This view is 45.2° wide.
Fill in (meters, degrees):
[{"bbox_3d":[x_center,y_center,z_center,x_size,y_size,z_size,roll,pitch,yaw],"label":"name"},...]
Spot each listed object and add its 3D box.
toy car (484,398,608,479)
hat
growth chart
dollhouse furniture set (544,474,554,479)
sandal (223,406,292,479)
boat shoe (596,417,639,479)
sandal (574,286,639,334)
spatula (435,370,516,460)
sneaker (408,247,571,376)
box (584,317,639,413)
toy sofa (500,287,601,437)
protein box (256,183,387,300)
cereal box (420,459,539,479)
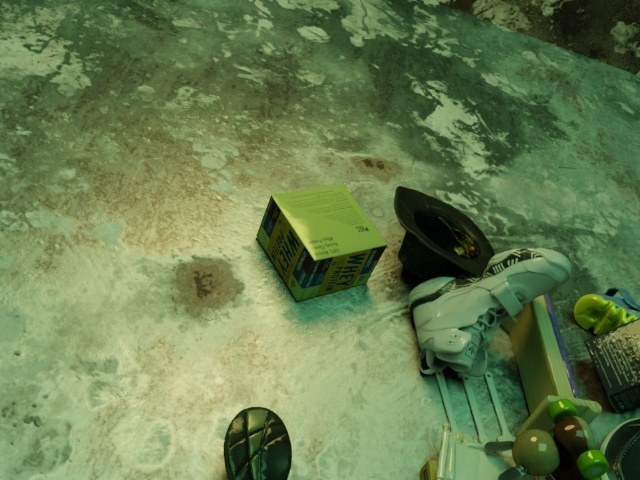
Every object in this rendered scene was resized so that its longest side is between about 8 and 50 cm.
[{"bbox_3d":[0.410,0.405,1.433,0.189,0.148,0.155,-11,35,-4],"label":"toy car"},{"bbox_3d":[0.267,0.016,1.814,0.331,0.134,0.331,30,28,-18],"label":"hat"},{"bbox_3d":[0.319,0.450,1.421,0.237,0.021,0.172,26,41,2],"label":"growth chart"},{"bbox_3d":[0.511,0.471,1.509,0.114,0.081,0.091,-16,55,-35],"label":"dollhouse furniture set"},{"bbox_3d":[-0.109,0.428,1.289,0.120,0.086,0.302,7,60,-26],"label":"sandal"},{"bbox_3d":[0.757,0.429,1.591,0.500,0.156,0.186,-8,63,-31],"label":"boat shoe"},{"bbox_3d":[0.779,0.213,1.861,0.317,0.126,0.138,39,41,14],"label":"sandal"},{"bbox_3d":[0.320,0.366,1.579,0.168,0.019,0.242,6,45,-17],"label":"spatula"},{"bbox_3d":[0.353,0.159,1.603,0.137,0.366,0.210,43,38,-39],"label":"sneaker"},{"bbox_3d":[0.718,0.266,1.705,0.108,0.207,0.153,47,25,-43],"label":"box"},{"bbox_3d":[0.499,0.254,1.666,0.177,0.150,0.362,11,43,-12],"label":"toy sofa"},{"bbox_3d":[0.000,0.000,1.717,0.200,0.136,0.201,-12,53,-33],"label":"protein box"},{"bbox_3d":[0.310,0.503,1.414,0.240,0.047,0.173,12,43,-14],"label":"cereal box"}]
